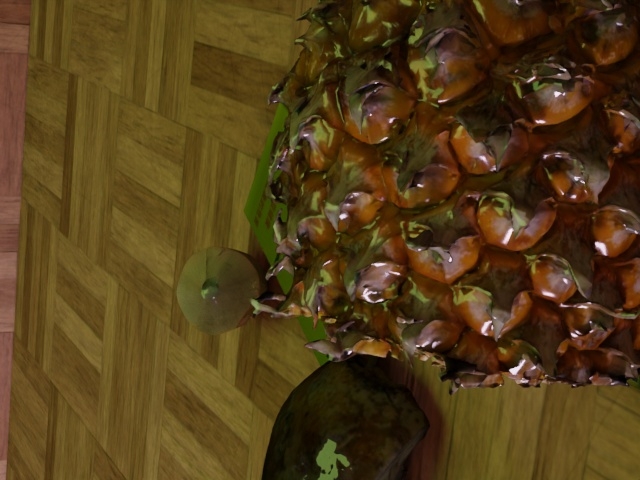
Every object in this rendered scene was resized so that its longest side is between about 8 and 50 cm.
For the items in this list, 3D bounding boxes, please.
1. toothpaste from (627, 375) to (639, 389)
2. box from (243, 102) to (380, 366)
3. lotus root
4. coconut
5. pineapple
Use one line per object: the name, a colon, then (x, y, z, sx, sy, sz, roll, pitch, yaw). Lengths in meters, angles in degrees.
toothpaste: (0.268, 0.106, 0.952, 0.204, 0.031, 0.049, -150, 64, -61)
box: (0.000, 0.000, 1.437, 0.335, 0.047, 0.187, 62, 141, 42)
lotus root: (-0.007, 0.278, 1.323, 0.210, 0.142, 0.314, 32, 125, 41)
coconut: (-0.130, 0.064, 1.583, 0.122, 0.116, 0.116, -8, -82, -80)
pineapple: (0.121, -0.059, 0.903, 0.352, 0.352, 0.300, 28, 118, 59)
